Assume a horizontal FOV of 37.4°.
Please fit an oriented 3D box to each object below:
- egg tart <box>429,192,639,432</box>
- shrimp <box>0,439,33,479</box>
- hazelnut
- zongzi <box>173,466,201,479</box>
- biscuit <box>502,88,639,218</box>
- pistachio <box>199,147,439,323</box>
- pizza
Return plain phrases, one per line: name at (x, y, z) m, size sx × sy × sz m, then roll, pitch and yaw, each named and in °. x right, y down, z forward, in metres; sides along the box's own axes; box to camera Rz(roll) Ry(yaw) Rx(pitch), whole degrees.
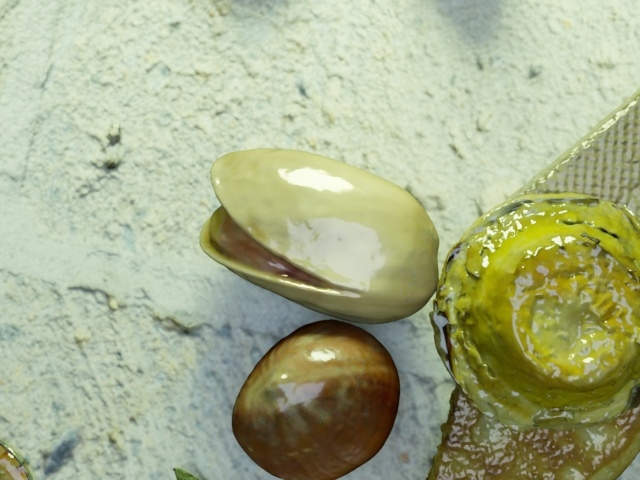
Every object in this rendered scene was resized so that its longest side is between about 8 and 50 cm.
egg tart at (0.273, 0.081, 1.063) m, size 0.294 × 0.116 × 0.295 m, roll 0°, pitch 89°, yaw -1°
shrimp at (-0.477, 0.336, 1.236) m, size 0.195 × 0.035 × 0.148 m, roll -41°, pitch 89°, yaw -4°
hazelnut at (-0.005, 0.191, 1.121) m, size 0.176 × 0.214 × 0.214 m, roll 39°, pitch 93°, yaw 30°
zongzi at (-0.156, 0.364, 1.210) m, size 0.119 × 0.055 × 0.109 m, roll 23°, pitch 93°, yaw 16°
biscuit at (0.398, -0.102, 1.157) m, size 0.426 × 0.078 × 0.144 m, roll -40°, pitch 88°, yaw 4°
pistachio at (0.000, 0.000, 1.133) m, size 0.299 × 0.187 × 0.188 m, roll 17°, pitch 91°, yaw 5°
pizza at (0.267, 0.263, 1.161) m, size 0.257 × 0.087 × 0.268 m, roll 16°, pitch 92°, yaw 2°
